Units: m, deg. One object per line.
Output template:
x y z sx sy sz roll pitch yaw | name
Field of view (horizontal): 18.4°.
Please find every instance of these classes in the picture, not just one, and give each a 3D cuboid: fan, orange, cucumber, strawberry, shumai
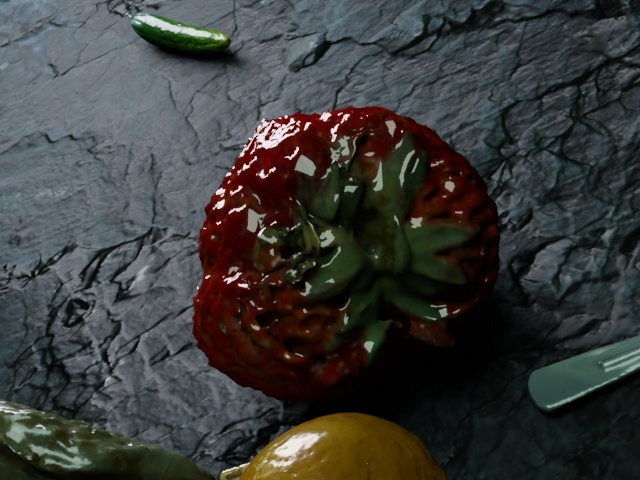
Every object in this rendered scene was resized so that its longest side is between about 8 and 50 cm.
0.323 0.088 1.817 0.282 0.023 0.057 -24 35 3 | fan
0.018 0.254 1.659 0.193 0.219 0.219 3 50 38 | orange
-0.171 -0.244 2.347 0.168 0.039 0.039 16 58 33 | cucumber
0.000 0.000 1.901 0.312 0.267 0.351 -35 20 -2 | strawberry
-0.261 0.284 1.760 0.304 0.309 0.263 13 81 31 | shumai

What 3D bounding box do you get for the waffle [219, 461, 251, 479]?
-0.015 0.236 1.818 0.148 0.042 0.102 -19 44 6 | waffle
